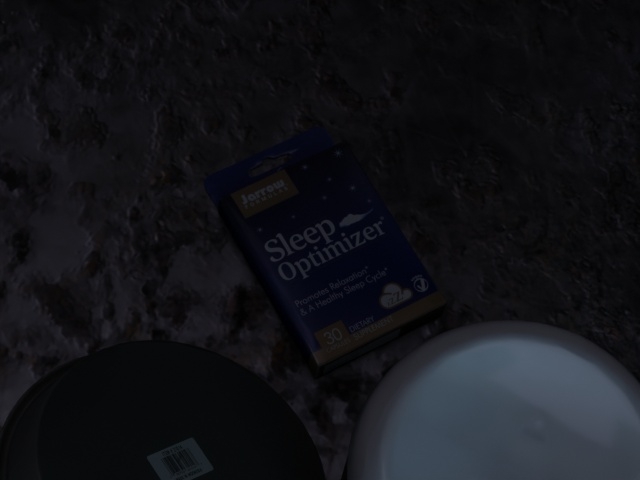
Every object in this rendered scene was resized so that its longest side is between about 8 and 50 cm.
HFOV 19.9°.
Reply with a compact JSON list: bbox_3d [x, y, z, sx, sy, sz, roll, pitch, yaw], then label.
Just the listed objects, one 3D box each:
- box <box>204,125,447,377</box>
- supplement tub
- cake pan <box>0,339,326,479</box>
[{"bbox_3d":[0.000,0.000,1.671,0.136,0.036,0.225,-26,69,-16],"label":"box"},{"bbox_3d":[0.126,0.227,1.411,0.241,0.331,0.241,2,64,-4],"label":"supplement tub"},{"bbox_3d":[-0.120,0.199,1.494,0.293,0.054,0.293,15,47,-17],"label":"cake pan"}]
